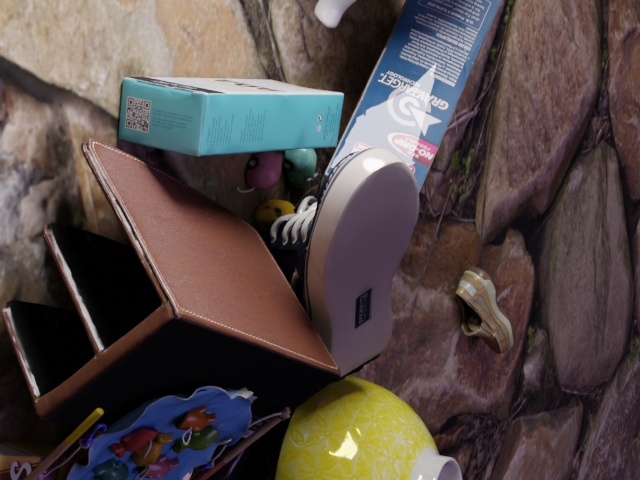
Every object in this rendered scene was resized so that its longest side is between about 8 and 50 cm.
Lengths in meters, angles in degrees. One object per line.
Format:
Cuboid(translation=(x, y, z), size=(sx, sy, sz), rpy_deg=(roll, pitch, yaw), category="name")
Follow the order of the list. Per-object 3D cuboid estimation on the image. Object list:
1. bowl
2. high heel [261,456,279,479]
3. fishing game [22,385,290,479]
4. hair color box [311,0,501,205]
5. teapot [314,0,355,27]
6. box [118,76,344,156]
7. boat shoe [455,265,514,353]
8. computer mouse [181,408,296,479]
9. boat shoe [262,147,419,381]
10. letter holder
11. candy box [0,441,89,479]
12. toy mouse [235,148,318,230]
Cuboid(translation=(0.076, 0.305, 1.398), size=(0.289, 0.156, 0.290), rpy_deg=(0, 90, -65), category="bowl")
Cuboid(translation=(-0.094, 0.409, 1.368), size=(0.377, 0.127, 0.181), rpy_deg=(-62, 153, -46), category="high heel")
Cuboid(translation=(-0.137, 0.191, 1.077), size=(0.189, 0.041, 0.264), rpy_deg=(-41, 153, 20), category="fishing game")
Cuboid(translation=(0.101, -0.163, 1.400), size=(0.174, 0.105, 0.347), rpy_deg=(114, 1, -67), category="hair color box")
Cuboid(translation=(0.079, -0.396, 1.280), size=(0.256, 0.187, 0.253), rpy_deg=(-30, 101, -31), category="teapot")
Cuboid(translation=(-0.082, -0.125, 1.189), size=(0.244, 0.100, 0.060), rpy_deg=(-11, 112, -57), category="box")
Cuboid(translation=(0.251, 0.125, 1.902), size=(0.072, 0.068, 0.190), rpy_deg=(-47, 131, -21), category="boat shoe")
Cuboid(translation=(-0.113, 0.232, 1.329), size=(0.262, 0.060, 0.184), rpy_deg=(-63, 154, 0), category="computer mouse")
Cuboid(translation=(0.000, 0.000, 1.255), size=(0.127, 0.158, 0.341), rpy_deg=(-28, 148, -27), category="boat shoe")
Cuboid(translation=(-0.149, 0.058, 1.120), size=(0.152, 0.214, 0.302), rpy_deg=(-37, 152, 13), category="letter holder")
Cuboid(translation=(-0.273, 0.237, 1.064), size=(0.186, 0.053, 0.109), rpy_deg=(20, 86, -59), category="candy box")
Cuboid(translation=(-0.039, -0.078, 1.349), size=(0.161, 0.031, 0.143), rpy_deg=(12, 91, -60), category="toy mouse")
